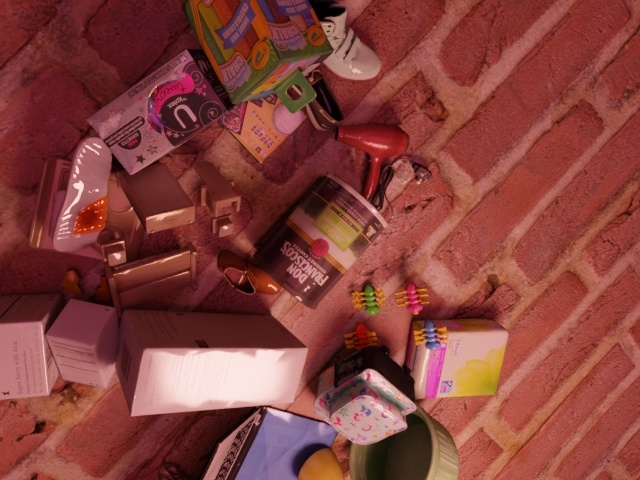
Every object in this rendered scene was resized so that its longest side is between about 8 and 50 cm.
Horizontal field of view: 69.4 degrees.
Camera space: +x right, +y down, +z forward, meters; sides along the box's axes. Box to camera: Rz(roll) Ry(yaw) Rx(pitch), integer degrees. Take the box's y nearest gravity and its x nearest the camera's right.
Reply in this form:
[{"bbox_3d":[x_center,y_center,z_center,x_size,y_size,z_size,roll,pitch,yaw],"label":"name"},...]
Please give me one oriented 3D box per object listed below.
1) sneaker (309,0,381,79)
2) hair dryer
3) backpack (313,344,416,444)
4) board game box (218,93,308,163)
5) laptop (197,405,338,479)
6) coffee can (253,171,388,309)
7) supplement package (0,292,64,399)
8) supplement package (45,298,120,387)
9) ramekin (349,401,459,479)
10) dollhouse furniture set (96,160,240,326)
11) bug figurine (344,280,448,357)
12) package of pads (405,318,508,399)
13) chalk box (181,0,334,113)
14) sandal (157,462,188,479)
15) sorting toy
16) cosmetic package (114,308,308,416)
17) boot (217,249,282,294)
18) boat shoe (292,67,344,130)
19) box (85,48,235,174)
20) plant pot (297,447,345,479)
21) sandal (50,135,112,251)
[{"bbox_3d":[0.052,-0.458,1.057,0.256,0.151,0.094,20,84,-21],"label":"sneaker"},{"bbox_3d":[0.147,-0.192,1.194,0.223,0.080,0.293,-45,111,-1],"label":"hair dryer"},{"bbox_3d":[0.112,0.433,1.263,0.253,0.191,0.225,-35,113,32],"label":"backpack"},{"bbox_3d":[-0.170,-0.326,1.087,0.165,0.042,0.243,-44,111,-2],"label":"board game box"},{"bbox_3d":[-0.171,0.677,1.242,0.236,0.408,0.382,27,95,13],"label":"laptop"},{"bbox_3d":[0.000,0.000,1.134,0.201,0.201,0.275,42,89,-21],"label":"coffee can"},{"bbox_3d":[-0.727,0.227,0.990,0.293,0.175,0.177,-1,105,-16],"label":"supplement package"},{"bbox_3d":[-0.521,0.234,1.039,0.105,0.105,0.179,13,132,-1],"label":"supplement package"},{"bbox_3d":[0.240,0.620,1.314,0.148,0.303,0.303,37,91,-29],"label":"ramekin"},{"bbox_3d":[-0.369,0.010,1.105,0.303,0.174,0.355,-18,142,-31],"label":"dollhouse furniture set"},{"bbox_3d":[0.206,0.223,1.285,0.279,0.072,0.216,-6,94,15],"label":"bug figurine"},{"bbox_3d":[0.406,0.350,1.395,0.296,0.101,0.229,3,104,-18],"label":"package of pads"},{"bbox_3d":[-0.113,-0.404,0.951,0.179,0.180,0.289,-34,99,-43],"label":"chalk box"},{"bbox_3d":[-0.389,0.690,1.277,0.072,0.049,0.180,-28,95,-14],"label":"sandal"},{"bbox_3d":[-0.531,-0.017,1.064,0.229,0.041,0.307,13,100,-23],"label":"sorting toy"},{"bbox_3d":[-0.251,0.273,1.076,0.385,0.217,0.156,7,101,-35],"label":"cosmetic package"},{"bbox_3d":[-0.169,0.100,1.134,0.197,0.152,0.073,30,93,-21],"label":"boot"},{"bbox_3d":[-0.018,-0.371,1.094,0.081,0.068,0.228,-49,118,-32],"label":"boat shoe"},{"bbox_3d":[-0.319,-0.268,0.964,0.247,0.163,0.142,-31,111,9],"label":"box"},{"bbox_3d":[0.016,0.690,1.341,0.134,0.095,0.134,-19,122,-34],"label":"plant pot"},{"bbox_3d":[-0.508,-0.102,0.982,0.102,0.076,0.265,-1,118,-53],"label":"sandal"}]
